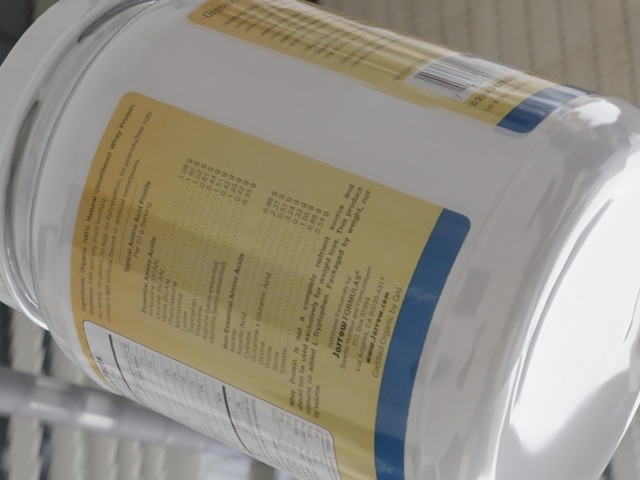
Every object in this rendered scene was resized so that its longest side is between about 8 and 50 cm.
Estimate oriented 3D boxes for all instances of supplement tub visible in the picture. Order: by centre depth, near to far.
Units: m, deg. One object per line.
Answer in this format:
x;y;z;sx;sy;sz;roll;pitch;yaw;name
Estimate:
0.000;0.000;0.552;0.200;0.144;0.144;22;-86;28;supplement tub
